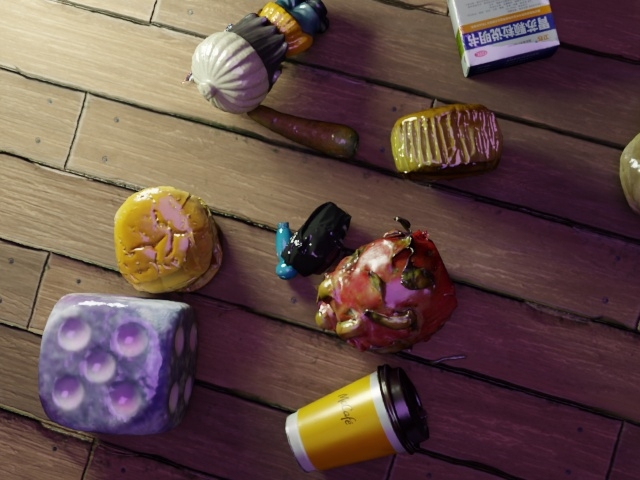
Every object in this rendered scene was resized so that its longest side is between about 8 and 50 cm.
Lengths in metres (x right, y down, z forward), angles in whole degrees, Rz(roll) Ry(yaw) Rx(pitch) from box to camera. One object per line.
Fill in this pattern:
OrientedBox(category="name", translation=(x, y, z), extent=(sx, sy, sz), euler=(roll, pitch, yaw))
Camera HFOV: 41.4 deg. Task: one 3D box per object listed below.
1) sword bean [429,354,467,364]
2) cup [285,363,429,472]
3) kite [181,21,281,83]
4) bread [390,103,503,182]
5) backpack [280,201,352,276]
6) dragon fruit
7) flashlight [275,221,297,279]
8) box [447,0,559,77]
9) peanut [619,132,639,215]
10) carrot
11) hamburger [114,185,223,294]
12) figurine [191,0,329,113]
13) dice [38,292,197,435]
OrientedBox(category="sword bean", translation=(0.281, 0.261, 1.865), extent=(0.083, 0.012, 0.012), euler=(-12, 86, 5))
OrientedBox(category="cup", translation=(0.078, 0.385, 1.795), extent=(0.280, 0.196, 0.196), euler=(-21, 86, 12))
OrientedBox(category="kite", translation=(-0.206, -0.404, 1.935), extent=(0.232, 0.009, 0.189), euler=(-4, 87, 4))
OrientedBox(category="bread", translation=(0.263, -0.198, 1.768), extent=(0.228, 0.253, 0.142), euler=(-11, 90, 8))
OrientedBox(category="backpack", translation=(0.002, -0.002, 1.834), extent=(0.106, 0.120, 0.165), euler=(40, 63, -1))
OrientedBox(category="dragon fruit", translation=(0.127, 0.114, 1.767), extent=(0.291, 0.269, 0.250), euler=(-17, 77, 0))
OrientedBox(category="flashlight", translation=(-0.078, 0.023, 1.883), extent=(0.051, 0.051, 0.129), euler=(-5, 89, 4))
OrientedBox(category="box", translation=(0.382, -0.530, 1.846), extent=(0.200, 0.106, 0.299), euler=(-13, 88, 4))
OrientedBox(category="peanut", translation=(0.728, -0.198, 1.790), extent=(0.149, 0.149, 0.313), euler=(22, 89, 5))
OrientedBox(category="carrot", translation=(-0.057, -0.254, 1.894), extent=(0.298, 0.078, 0.078), euler=(21, 89, 11))
OrientedBox(category="hamburger", translation=(-0.335, 0.004, 1.851), extent=(0.245, 0.163, 0.244), euler=(0, 88, 3))
OrientedBox(category="figurine", translation=(-0.134, -0.419, 1.819), extent=(0.185, 0.204, 0.332), euler=(37, 86, 20))
OrientedBox(category="dice", translation=(-0.418, 0.255, 1.791), extent=(0.270, 0.270, 0.271), euler=(5, 88, 6))
